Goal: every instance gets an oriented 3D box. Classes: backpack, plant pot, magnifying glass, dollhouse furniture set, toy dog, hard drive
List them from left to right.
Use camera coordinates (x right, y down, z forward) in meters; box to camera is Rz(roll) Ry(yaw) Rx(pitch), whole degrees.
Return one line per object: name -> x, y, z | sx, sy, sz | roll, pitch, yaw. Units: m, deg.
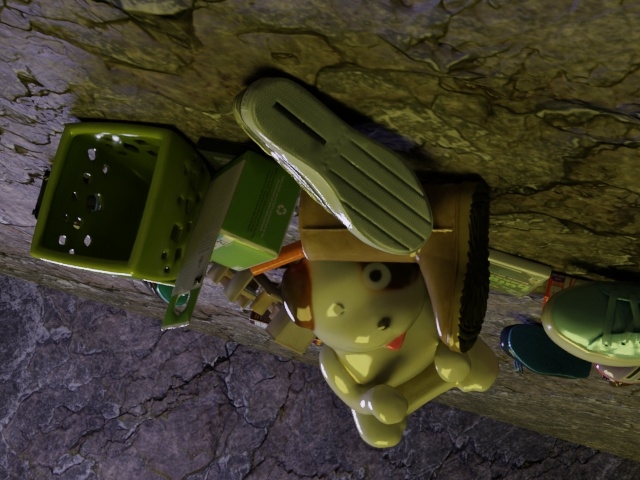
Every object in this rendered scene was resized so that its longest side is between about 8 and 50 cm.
backpack -> -0.496, -0.076, 1.773 | 0.114, 0.105, 0.084 | 18, -172, -6
plant pot -> -0.286, -0.044, 1.420 | 0.227, 0.228, 0.207 | 8, 169, 30
hard drive -> -0.118, -0.112, 1.354 | 0.094, 0.022, 0.135 | 11, 164, 22
dollhouse furniture set -> -0.081, 0.102, 1.932 | 0.212, 0.161, 0.242 | 33, -173, -46
magnifying glass -> 0.000, 0.000, 1.350 | 0.231, 0.092, 0.026 | -23, 129, 13
toy dog -> 0.105, 0.115, 1.506 | 0.284, 0.395, 0.408 | -24, 152, 7

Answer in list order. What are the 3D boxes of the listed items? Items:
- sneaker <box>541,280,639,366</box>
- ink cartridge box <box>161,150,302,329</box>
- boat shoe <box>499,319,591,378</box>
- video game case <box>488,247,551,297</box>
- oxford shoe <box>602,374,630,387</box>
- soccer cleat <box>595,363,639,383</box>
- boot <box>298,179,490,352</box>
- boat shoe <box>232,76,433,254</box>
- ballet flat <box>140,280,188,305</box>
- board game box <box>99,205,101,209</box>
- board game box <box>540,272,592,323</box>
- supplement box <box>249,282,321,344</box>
sneaker -> 0.512, 0.112, 1.287 | 0.366, 0.135, 0.150 | 6, 156, 7
ink cartridge box -> -0.132, 0.019, 1.295 | 0.097, 0.255, 0.189 | 22, 165, -18
boat shoe -> 0.448, 0.238, 1.840 | 0.258, 0.109, 0.089 | 29, 165, -32
video game case -> 0.269, 0.045, 1.491 | 0.190, 0.022, 0.173 | 17, 166, 2
oxford shoe -> 0.540, 0.222, 1.627 | 0.227, 0.096, 0.083 | 20, -175, -25
soccer cleat -> 0.573, 0.184, 1.470 | 0.248, 0.083, 0.095 | 1, 148, -11
boot -> 0.095, 0.022, 1.227 | 0.269, 0.236, 0.089 | 4, 177, 34
boat shoe -> 0.019, -0.095, 1.103 | 0.302, 0.109, 0.094 | 42, 173, -23
ballet flat -> -0.434, 0.078, 2.307 | 0.096, 0.095, 0.280 | 20, 158, 29
board game box -> -0.352, -0.025, 1.895 | 0.210, 0.047, 0.160 | 24, 164, -26
board game box -> 0.446, 0.114, 1.493 | 0.147, 0.045, 0.193 | 12, 165, 16
supplement box -> -0.072, 0.180, 2.215 | 0.188, 0.104, 0.081 | 17, 166, 2
